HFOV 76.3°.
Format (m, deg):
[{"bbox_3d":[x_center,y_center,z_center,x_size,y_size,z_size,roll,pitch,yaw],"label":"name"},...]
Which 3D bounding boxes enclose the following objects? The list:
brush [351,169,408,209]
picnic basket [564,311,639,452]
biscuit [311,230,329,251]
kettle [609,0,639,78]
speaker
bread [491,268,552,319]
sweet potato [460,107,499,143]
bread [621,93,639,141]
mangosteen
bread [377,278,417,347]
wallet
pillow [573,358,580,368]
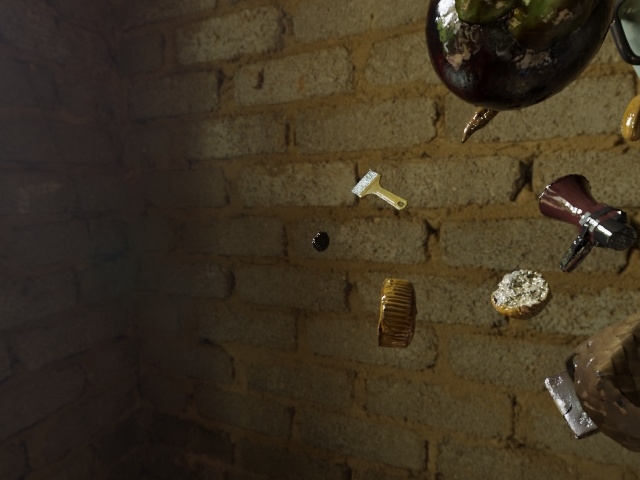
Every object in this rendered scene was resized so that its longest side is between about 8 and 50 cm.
[{"bbox_3d":[0.160,-0.125,1.068,0.011,0.083,0.205,43,0,-39],"label":"brush"},{"bbox_3d":[0.813,0.388,1.082,0.293,0.337,0.337,45,30,22],"label":"picnic basket"},{"bbox_3d":[0.000,0.000,1.543,0.027,0.087,0.089,-14,-27,38],"label":"biscuit"},{"bbox_3d":[0.958,-0.612,1.189,0.240,0.255,0.165,-35,8,-13],"label":"kettle"},{"bbox_3d":[0.904,-0.056,1.438,0.259,0.198,0.329,-39,26,25],"label":"speaker"},{"bbox_3d":[0.965,0.271,1.952,0.274,0.149,0.274,-33,23,16],"label":"bread"},{"bbox_3d":[0.529,-0.403,1.329,0.060,0.206,0.068,32,18,-32],"label":"sweet potato"},{"bbox_3d":[1.140,-0.446,1.476,0.114,0.189,0.078,26,-9,-39],"label":"bread"},{"bbox_3d":[0.329,-0.395,0.710,0.331,0.329,0.330,-1,8,0],"label":"mangosteen"},{"bbox_3d":[0.219,0.206,1.151,0.104,0.198,0.199,5,9,10],"label":"bread"},{"bbox_3d":[0.930,0.594,1.492,0.122,0.031,0.232,-35,36,19],"label":"wallet"},{"bbox_3d":[1.158,0.481,1.637,0.186,0.105,0.250,5,-35,-28],"label":"pillow"}]
